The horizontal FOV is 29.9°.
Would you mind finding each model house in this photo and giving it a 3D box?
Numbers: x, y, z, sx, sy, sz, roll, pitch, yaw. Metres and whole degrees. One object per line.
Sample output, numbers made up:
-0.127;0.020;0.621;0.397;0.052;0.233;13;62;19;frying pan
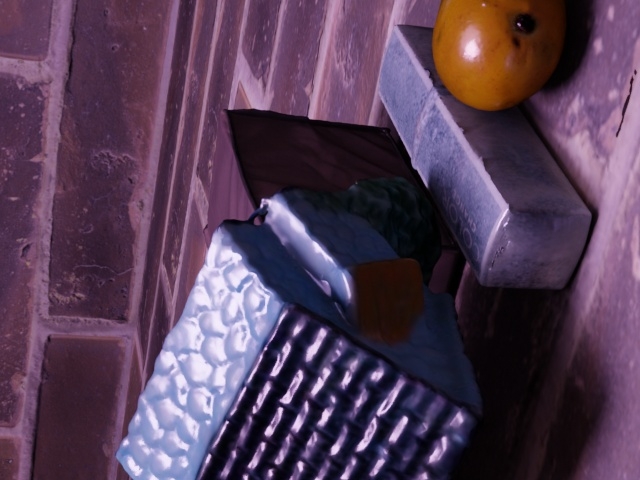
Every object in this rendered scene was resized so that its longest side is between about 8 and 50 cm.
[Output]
0.032;0.126;0.851;0.241;0.226;0.261;47;125;35;model house

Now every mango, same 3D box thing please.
0.127;-0.161;0.875;0.163;0.090;0.111;-87;22;-49;mango

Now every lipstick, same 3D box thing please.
0.115;-0.070;0.912;0.289;0.076;0.077;-108;28;-53;lipstick

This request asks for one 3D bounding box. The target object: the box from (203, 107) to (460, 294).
0.000;0.000;1.111;0.252;0.188;0.153;-108;26;-57;box
